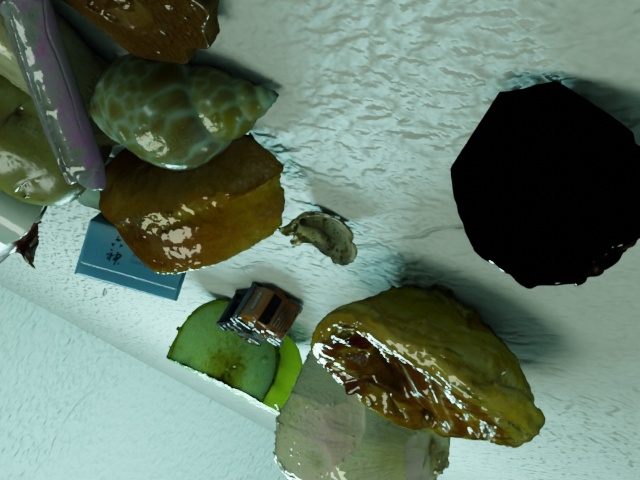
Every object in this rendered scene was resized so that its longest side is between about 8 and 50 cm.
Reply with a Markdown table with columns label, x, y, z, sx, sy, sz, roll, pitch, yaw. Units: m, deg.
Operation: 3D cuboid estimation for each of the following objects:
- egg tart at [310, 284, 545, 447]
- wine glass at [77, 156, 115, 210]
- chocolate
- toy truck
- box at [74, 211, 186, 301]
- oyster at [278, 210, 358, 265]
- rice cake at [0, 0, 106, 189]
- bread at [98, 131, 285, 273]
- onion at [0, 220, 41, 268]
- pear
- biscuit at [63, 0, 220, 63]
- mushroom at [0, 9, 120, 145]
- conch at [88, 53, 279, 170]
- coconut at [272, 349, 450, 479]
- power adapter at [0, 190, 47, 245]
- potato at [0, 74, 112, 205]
| label | x | y | z | sx | sy | sz | roll | pitch | yaw |
| --- | --- | --- | --- | --- | --- | --- | --- | --- | --- |
| egg tart | 0.158 | 0.165 | 1.243 | 0.351 | 0.153 | 0.339 | 32 | 161 | -16 |
| wine glass | -0.236 | -0.062 | 1.239 | 0.202 | 0.093 | 0.093 | 14 | 158 | 31 |
| chocolate | 0.198 | -0.034 | 0.725 | 0.156 | 0.156 | 0.133 | 14 | -174 | 33 |
| toy truck | -0.114 | 0.131 | 1.626 | 0.092 | 0.083 | 0.192 | 38 | 160 | -19 |
| box | -0.258 | 0.012 | 1.330 | 0.142 | 0.083 | 0.232 | 17 | -175 | -7 |
| oyster | 0.000 | 0.000 | 1.141 | 0.083 | 0.080 | 0.038 | 62 | -179 | -5 |
| rice cake | -0.259 | -0.147 | 0.895 | 0.048 | 0.055 | 0.270 | -9 | 139 | -4 |
| bread | -0.167 | -0.037 | 1.053 | 0.260 | 0.134 | 0.129 | 1 | 122 | 39 |
| onion | -0.579 | -0.065 | 1.359 | 0.353 | 0.354 | 0.354 | 23 | 162 | 8 |
| pear | -0.128 | 0.244 | 1.844 | 0.292 | 0.159 | 0.292 | 26 | 165 | 8 |
| biscuit | -0.161 | -0.225 | 0.779 | 0.182 | 0.034 | 0.215 | 36 | 161 | -24 |
| mushroom | -0.327 | -0.219 | 0.935 | 0.351 | 0.095 | 0.122 | 40 | 174 | -33 |
| conch | -0.148 | -0.130 | 0.906 | 0.173 | 0.116 | 0.106 | 36 | 146 | 9 |
| coconut | 0.085 | 0.322 | 1.571 | 0.297 | 0.297 | 0.254 | 40 | 169 | -37 |
| power adapter | -0.455 | -0.137 | 1.167 | 0.255 | 0.187 | 0.124 | 34 | 154 | -26 |
| potato | -0.345 | -0.136 | 1.082 | 0.200 | 0.155 | 0.137 | 41 | 155 | -25 |
